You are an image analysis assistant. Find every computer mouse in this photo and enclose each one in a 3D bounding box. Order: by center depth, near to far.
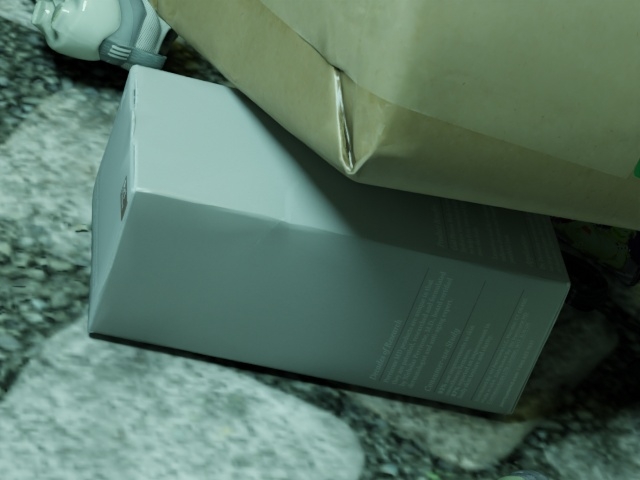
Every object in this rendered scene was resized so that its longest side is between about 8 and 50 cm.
[{"bbox_3d":[0.175,0.065,1.058,0.071,0.041,0.242,-1,32,-44],"label":"computer mouse"}]

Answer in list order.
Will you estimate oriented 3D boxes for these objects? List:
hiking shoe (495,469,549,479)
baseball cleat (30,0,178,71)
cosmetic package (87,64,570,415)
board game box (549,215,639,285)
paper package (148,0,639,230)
[{"bbox_3d":[0.066,0.193,0.787,0.114,0.086,0.227,-3,35,-9],"label":"hiking shoe"},{"bbox_3d":[-0.142,-0.167,1.183,0.109,0.072,0.206,22,32,-30],"label":"baseball cleat"},{"bbox_3d":[0.000,0.000,0.986,0.238,0.107,0.127,11,34,-11],"label":"cosmetic package"},{"bbox_3d":[0.211,-0.099,1.294,0.208,0.056,0.347,31,34,20],"label":"board game box"},{"bbox_3d":[0.114,-0.129,1.007,0.325,0.168,0.309,9,19,-27],"label":"paper package"}]
